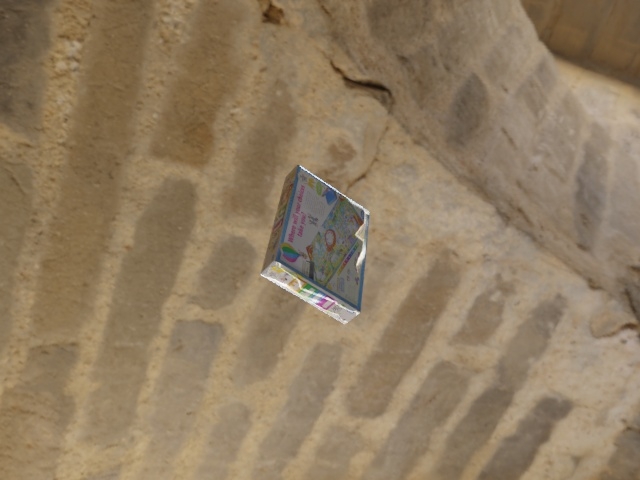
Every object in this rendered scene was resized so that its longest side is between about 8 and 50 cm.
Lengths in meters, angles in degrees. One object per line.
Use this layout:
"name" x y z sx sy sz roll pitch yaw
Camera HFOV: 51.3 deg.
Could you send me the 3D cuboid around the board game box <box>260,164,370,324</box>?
"board game box" 0.000 0.000 0.693 0.026 0.103 0.154 -43 24 36
